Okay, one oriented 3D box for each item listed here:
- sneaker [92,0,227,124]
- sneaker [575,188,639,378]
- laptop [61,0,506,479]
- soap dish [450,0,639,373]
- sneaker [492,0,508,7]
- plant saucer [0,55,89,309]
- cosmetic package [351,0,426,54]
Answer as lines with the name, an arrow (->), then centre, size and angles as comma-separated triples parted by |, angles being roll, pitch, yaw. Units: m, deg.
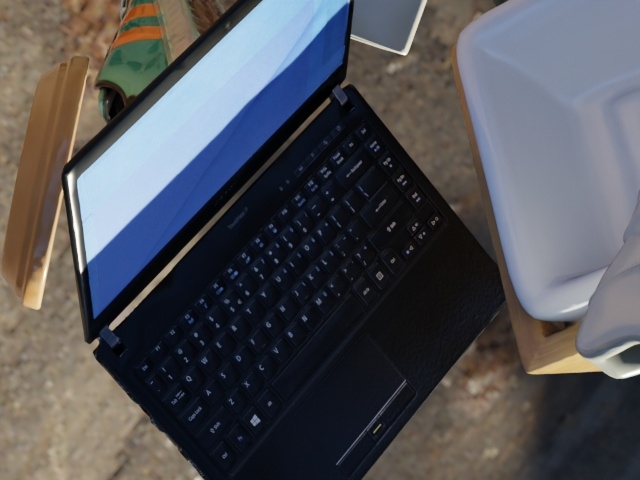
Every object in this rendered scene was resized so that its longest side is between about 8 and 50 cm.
sneaker -> -0.139, -0.152, 1.388 | 0.121, 0.302, 0.108 | -34, 124, 13
sneaker -> 0.209, 0.071, 0.691 | 0.115, 0.232, 0.090 | -56, 148, -3
laptop -> 0.000, 0.000, 0.886 | 0.264, 0.136, 0.234 | 50, 61, -15
soap dish -> 0.228, -0.068, 0.913 | 0.290, 0.229, 0.118 | -24, 145, 21
sneaker -> 0.225, -0.248, 1.124 | 0.101, 0.106, 0.267 | 36, 92, -19
plant saucer -> -0.215, -0.047, 1.288 | 0.037, 0.200, 0.200 | 11, 117, -8
cosmetic package -> 0.060, -0.299, 1.193 | 0.160, 0.113, 0.310 | -93, -158, -80
